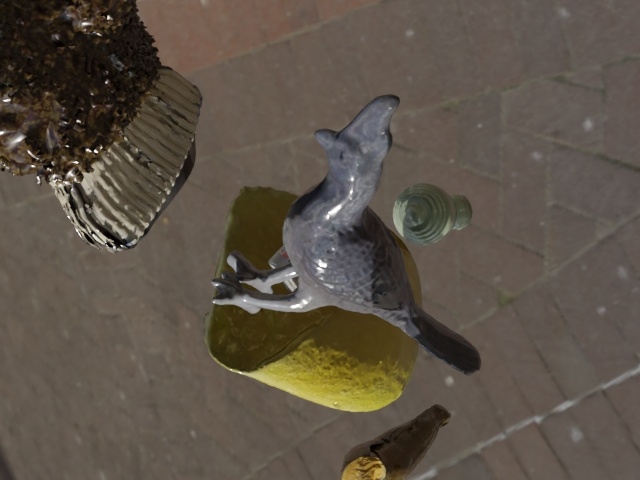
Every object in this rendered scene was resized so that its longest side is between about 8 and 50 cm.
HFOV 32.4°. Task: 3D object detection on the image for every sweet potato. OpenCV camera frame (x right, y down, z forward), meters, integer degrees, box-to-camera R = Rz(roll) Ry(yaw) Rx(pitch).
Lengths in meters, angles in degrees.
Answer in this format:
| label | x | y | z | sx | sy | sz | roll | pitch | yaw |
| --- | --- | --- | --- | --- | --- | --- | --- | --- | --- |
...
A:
| label | x | y | z | sx | sy | sz | roll | pitch | yaw |
| --- | --- | --- | --- | --- | --- | --- | --- | --- | --- |
| sweet potato | 0.127 | 0.353 | 1.833 | 0.085 | 0.286 | 0.112 | 55 | 132 | 17 |

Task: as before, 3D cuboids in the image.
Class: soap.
| label | x | y | z | sx | sy | sz | roll | pitch | yaw |
| --- | --- | --- | --- | --- | --- | --- | --- | --- | --- |
| soap | 0.020 | 0.096 | 1.652 | 0.115 | 0.427 | 0.306 | -12 | 69 | 40 |

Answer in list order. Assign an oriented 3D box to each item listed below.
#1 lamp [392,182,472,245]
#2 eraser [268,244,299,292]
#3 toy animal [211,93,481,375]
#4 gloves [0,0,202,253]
| label | x | y | z | sx | sy | sz | roll | pitch | yaw |
| --- | --- | --- | --- | --- | --- | --- | --- | --- | --- |
| lamp | 0.199 | -0.045 | 1.894 | 0.106 | 0.193 | 0.106 | 1 | 92 | 32 |
| eraser | 0.000 | 0.000 | 1.190 | 0.029 | 0.122 | 0.052 | 27 | 157 | 46 |
| toy animal | 0.012 | 0.027 | 0.974 | 0.367 | 0.206 | 0.081 | 65 | -161 | -47 |
| gloves | -0.217 | -0.147 | 0.904 | 0.312 | 0.210 | 0.135 | 43 | 177 | -36 |
